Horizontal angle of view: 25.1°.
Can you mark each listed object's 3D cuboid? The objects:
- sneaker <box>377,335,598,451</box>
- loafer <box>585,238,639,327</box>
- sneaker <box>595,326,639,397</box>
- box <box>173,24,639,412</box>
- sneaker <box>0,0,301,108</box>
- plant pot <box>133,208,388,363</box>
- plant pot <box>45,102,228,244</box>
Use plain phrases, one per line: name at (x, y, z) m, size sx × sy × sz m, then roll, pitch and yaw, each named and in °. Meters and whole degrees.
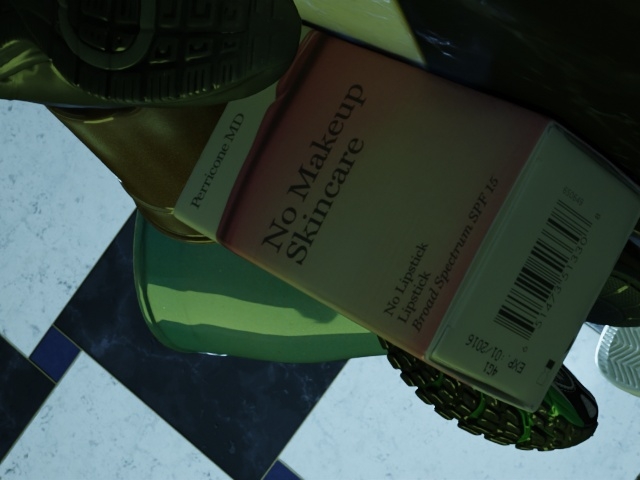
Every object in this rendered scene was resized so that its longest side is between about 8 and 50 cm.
sneaker at (0.108, 0.028, 1.180) m, size 0.343 × 0.146 × 0.134 m, roll 48°, pitch 155°, yaw 10°
loafer at (0.180, -0.005, 1.108) m, size 0.267 × 0.084 × 0.096 m, roll 23°, pitch 152°, yaw -37°
sneaker at (0.473, 0.176, 1.572) m, size 0.148 × 0.131 × 0.350 m, roll 18°, pitch -167°, yaw -44°
box at (0.049, -0.021, 0.862) m, size 0.232 × 0.149 × 0.127 m, roll 27°, pitch 180°, yaw 42°
sneaker at (-0.115, -0.121, 0.810) m, size 0.286 × 0.109 × 0.130 m, roll 11°, pitch 177°, yaw 38°
plant pot at (0.000, 0.000, 1.393) m, size 0.255 × 0.272 × 0.271 m, roll 11°, pitch 173°, yaw 24°
plant pot at (-0.106, -0.105, 1.011) m, size 0.167 × 0.167 × 0.165 m, roll 28°, pitch 172°, yaw 33°
